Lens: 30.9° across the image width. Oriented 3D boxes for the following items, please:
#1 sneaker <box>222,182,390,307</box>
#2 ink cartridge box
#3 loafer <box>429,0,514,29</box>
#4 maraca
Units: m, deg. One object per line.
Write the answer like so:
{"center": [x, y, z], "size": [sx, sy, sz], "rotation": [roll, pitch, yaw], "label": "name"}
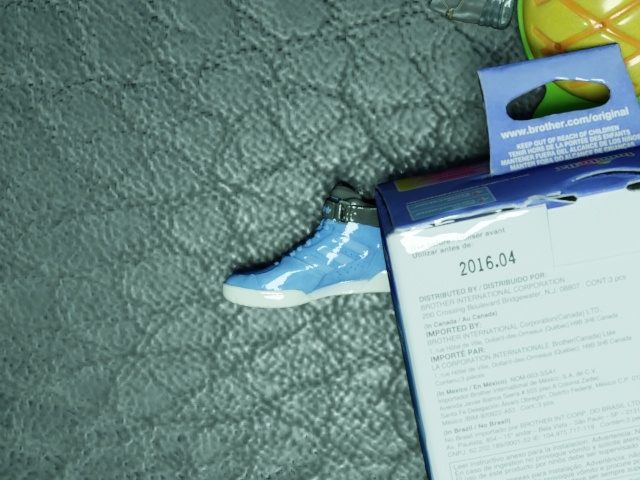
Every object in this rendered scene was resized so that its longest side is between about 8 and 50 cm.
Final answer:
{"center": [0.000, 0.000, 0.856], "size": [0.152, 0.058, 0.084], "rotation": [-6, 101, -3], "label": "sneaker"}
{"center": [0.192, 0.075, 0.785], "size": [0.270, 0.151, 0.395], "rotation": [-11, 106, 1], "label": "ink cartridge box"}
{"center": [0.117, -0.240, 0.834], "size": [0.061, 0.062, 0.170], "rotation": [7, 94, 5], "label": "loafer"}
{"center": [0.204, -0.145, 0.824], "size": [0.127, 0.099, 0.185], "rotation": [5, 116, 21], "label": "maraca"}
